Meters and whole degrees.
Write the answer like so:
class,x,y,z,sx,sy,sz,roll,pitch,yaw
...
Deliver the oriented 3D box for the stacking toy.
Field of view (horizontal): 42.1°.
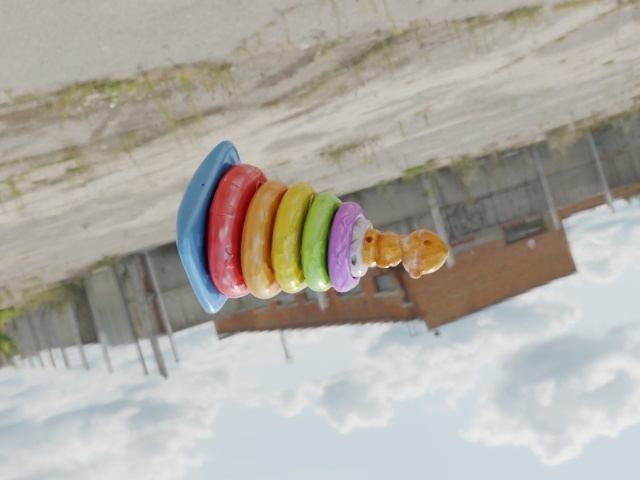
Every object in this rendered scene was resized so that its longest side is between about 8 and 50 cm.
class,x,y,z,sx,sy,sz,roll,pitch,yaw
stacking toy,0.000,0.000,0.969,0.301,0.175,0.166,6,143,16
